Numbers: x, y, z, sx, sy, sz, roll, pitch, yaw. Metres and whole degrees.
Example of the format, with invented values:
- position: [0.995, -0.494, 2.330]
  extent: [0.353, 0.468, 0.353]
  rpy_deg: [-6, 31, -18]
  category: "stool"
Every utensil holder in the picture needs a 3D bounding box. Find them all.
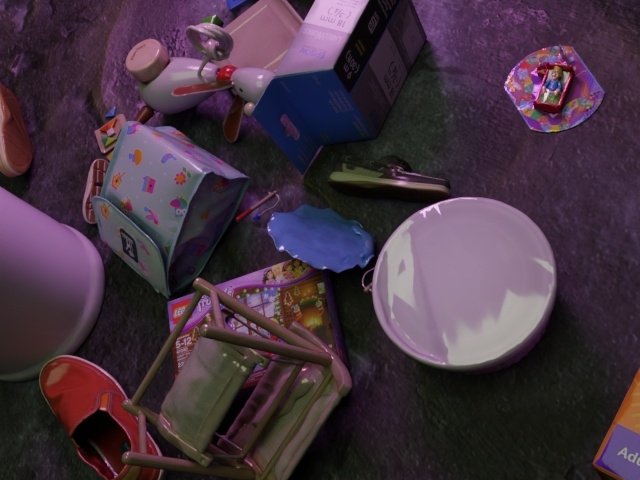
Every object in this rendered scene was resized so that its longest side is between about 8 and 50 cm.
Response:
- position: [-0.631, 0.051, 1.525]
  extent: [0.328, 0.385, 0.327]
  rpy_deg: [-9, 65, 19]
  category: "utensil holder"

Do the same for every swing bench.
- position: [-0.129, 0.237, 1.292]
  extent: [0.253, 0.255, 0.165]
  rpy_deg: [-58, 22, 14]
  category: "swing bench"

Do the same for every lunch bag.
- position: [-0.289, -0.054, 1.559]
  extent: [0.223, 0.160, 0.262]
  rpy_deg: [35, 107, 28]
  category: "lunch bag"

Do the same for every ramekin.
- position: [0.224, 0.079, 1.298]
  extent: [0.273, 0.127, 0.272]
  rpy_deg: [-9, 65, 19]
  category: "ramekin"

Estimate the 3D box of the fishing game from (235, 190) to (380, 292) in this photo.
- position: [0.000, 0.000, 1.427]
  extent: [0.264, 0.189, 0.041]
  rpy_deg: [26, 123, 14]
  category: "fishing game"

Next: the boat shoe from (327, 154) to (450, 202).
- position: [0.117, -0.112, 1.457]
  extent: [0.224, 0.080, 0.073]
  rpy_deg: [7, 75, 30]
  category: "boat shoe"

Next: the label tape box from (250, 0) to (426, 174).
- position: [0.044, -0.289, 1.475]
  extent: [0.106, 0.240, 0.333]
  rpy_deg: [22, 78, 28]
  category: "label tape box"

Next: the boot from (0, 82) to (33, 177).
- position: [-0.739, -0.201, 1.853]
  extent: [0.204, 0.095, 0.261]
  rpy_deg: [-30, 57, 8]
  category: "boot"

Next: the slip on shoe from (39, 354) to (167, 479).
- position: [-0.389, 0.306, 1.474]
  extent: [0.123, 0.101, 0.331]
  rpy_deg: [-49, 57, -1]
  category: "slip on shoe"

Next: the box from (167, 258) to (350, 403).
- position: [-0.111, 0.157, 1.446]
  extent: [0.293, 0.057, 0.200]
  rpy_deg: [-20, 61, 14]
  category: "box"

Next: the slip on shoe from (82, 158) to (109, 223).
- position: [-0.450, -0.095, 1.717]
  extent: [0.041, 0.052, 0.135]
  rpy_deg: [-27, 59, 57]
  category: "slip on shoe"

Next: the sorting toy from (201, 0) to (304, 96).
- position: [-0.118, -0.382, 1.701]
  extent: [0.196, 0.047, 0.347]
  rpy_deg: [-39, 58, 8]
  category: "sorting toy"

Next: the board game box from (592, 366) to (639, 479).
- position: [0.564, 0.210, 0.957]
  extent: [0.357, 0.356, 0.356]
  rpy_deg: [24, 78, 30]
  category: "board game box"

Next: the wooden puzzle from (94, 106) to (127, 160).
- position: [-0.431, -0.222, 1.780]
  extent: [0.079, 0.014, 0.116]
  rpy_deg: [-36, 58, 4]
  category: "wooden puzzle"

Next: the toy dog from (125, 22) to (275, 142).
- position: [-0.242, -0.269, 1.614]
  extent: [0.334, 0.220, 0.160]
  rpy_deg: [4, 67, 52]
  category: "toy dog"

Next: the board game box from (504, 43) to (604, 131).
- position: [0.386, -0.262, 1.436]
  extent: [0.133, 0.033, 0.168]
  rpy_deg: [-28, 59, 9]
  category: "board game box"
